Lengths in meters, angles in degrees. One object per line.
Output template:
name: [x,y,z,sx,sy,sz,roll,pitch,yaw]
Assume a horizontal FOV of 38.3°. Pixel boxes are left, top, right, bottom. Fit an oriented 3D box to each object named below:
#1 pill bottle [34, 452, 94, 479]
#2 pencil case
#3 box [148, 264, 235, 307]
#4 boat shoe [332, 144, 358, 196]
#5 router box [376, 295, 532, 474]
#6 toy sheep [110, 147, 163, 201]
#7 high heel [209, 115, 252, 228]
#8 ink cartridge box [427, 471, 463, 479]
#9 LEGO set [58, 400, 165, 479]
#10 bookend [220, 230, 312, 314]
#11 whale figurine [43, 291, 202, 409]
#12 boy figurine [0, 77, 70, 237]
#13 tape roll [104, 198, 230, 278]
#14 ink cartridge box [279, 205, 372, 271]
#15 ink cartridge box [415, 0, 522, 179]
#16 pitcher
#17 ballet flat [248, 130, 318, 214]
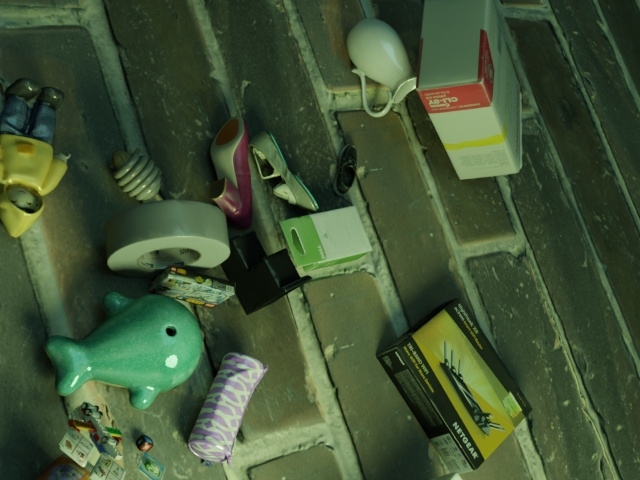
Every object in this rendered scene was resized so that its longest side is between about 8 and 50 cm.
pill bottle: [-0.429,0.443,1.419,0.121,0.121,0.216,48,51,-7]
pencil case: [-0.170,0.305,1.684,0.088,0.086,0.206,13,57,10]
box: [-0.241,0.088,1.731,0.137,0.094,0.027,17,60,-28]
boat shoe: [0.064,-0.163,2.093,0.049,0.040,0.142,28,56,-22]
router box: [0.297,0.312,2.011,0.243,0.081,0.309,-33,90,-40]
toy sheep: [-0.346,-0.122,1.762,0.132,0.091,0.091,43,51,-18]
high heel: [-0.169,-0.144,1.916,0.117,0.082,0.244,49,30,-43]
ink cartridge box: [0.150,0.578,1.706,0.289,0.211,0.121,-37,91,-41]
LEGO set: [-0.339,0.353,1.493,0.182,0.060,0.244,43,7,-9]
bookend: [-0.117,0.044,1.798,0.072,0.156,0.157,-25,84,-39]
whale figurine: [-0.329,0.184,1.594,0.272,0.141,0.216,-8,74,-37]
boy figurine: [-0.534,-0.146,1.637,0.177,0.092,0.285,21,56,-33]
tape roll: [-0.276,0.001,1.665,0.219,0.219,0.072,4,67,-34]
ink cartridge box: [0.000,0.000,1.959,0.209,0.062,0.109,-13,77,-38]
ink cartridge box: [0.364,-0.361,2.201,0.385,0.160,0.279,51,39,-52]
pitcher: [0.137,-0.415,2.213,0.207,0.178,0.125,51,6,14]
ballet flat: [-0.087,-0.133,1.970,0.068,0.072,0.213,-33,89,-12]
